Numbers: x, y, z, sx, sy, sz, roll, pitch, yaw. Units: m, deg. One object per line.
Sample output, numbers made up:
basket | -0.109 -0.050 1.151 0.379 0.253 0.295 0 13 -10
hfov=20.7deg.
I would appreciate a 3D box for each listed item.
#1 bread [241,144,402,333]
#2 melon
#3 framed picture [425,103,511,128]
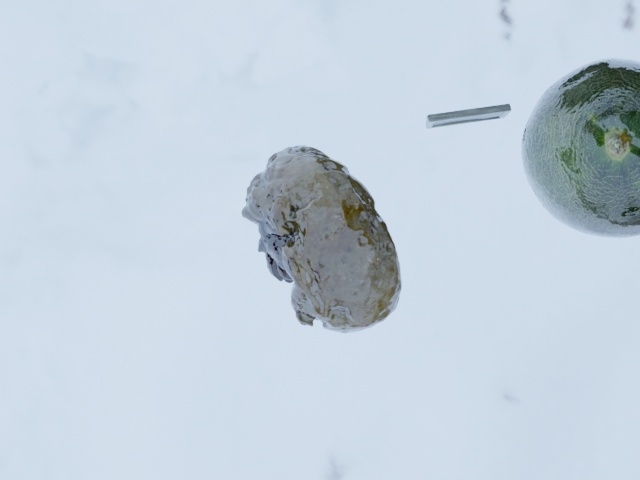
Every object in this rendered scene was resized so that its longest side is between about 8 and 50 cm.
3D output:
bread | 0.000 0.000 0.982 0.060 0.082 0.113 -28 83 -18
melon | 0.184 -0.057 1.100 0.114 0.167 0.114 0 92 6
framed picture | 0.116 -0.098 1.387 0.066 0.089 0.006 -8 90 2
